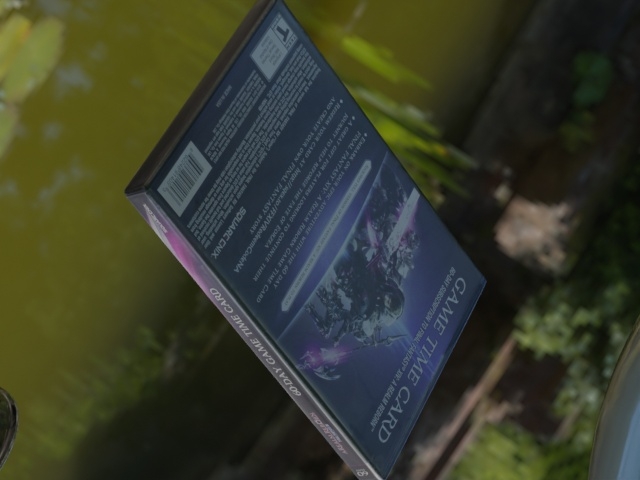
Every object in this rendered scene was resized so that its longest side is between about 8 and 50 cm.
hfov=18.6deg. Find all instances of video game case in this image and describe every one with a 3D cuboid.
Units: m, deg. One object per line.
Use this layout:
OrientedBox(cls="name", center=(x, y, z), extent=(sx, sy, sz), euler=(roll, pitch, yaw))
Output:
OrientedBox(cls="video game case", center=(0.000, 0.000, 1.307), extent=(0.026, 0.274, 0.196), euler=(-11, -144, 41))

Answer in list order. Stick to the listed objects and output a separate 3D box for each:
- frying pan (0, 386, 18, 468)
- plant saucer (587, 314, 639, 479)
OrientedBox(cls="frying pan", center=(-0.316, 0.196, 1.258), extent=(0.053, 0.197, 0.326), euler=(59, 40, -27))
OrientedBox(cls="plant saucer", center=(0.299, 0.082, 0.701), extent=(0.100, 0.400, 0.400), euler=(-72, -174, -57))
